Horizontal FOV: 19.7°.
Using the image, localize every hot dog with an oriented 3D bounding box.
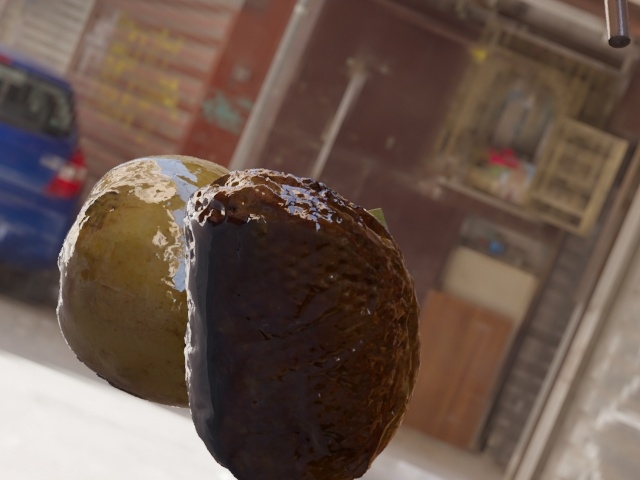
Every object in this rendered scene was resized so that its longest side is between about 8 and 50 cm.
[{"bbox_3d":[-0.021,0.052,1.154,0.160,0.227,0.099,17,38,19],"label":"hot dog"}]

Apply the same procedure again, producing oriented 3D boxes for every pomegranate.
[{"bbox_3d":[-0.144,0.037,1.848,0.260,0.260,0.260,23,2,-1],"label":"pomegranate"}]

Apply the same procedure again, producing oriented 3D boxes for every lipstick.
[{"bbox_3d":[0.228,-0.192,1.427,0.019,0.094,0.019,1,-29,0],"label":"lipstick"}]

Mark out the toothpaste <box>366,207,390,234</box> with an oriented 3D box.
[{"bbox_3d":[0.000,0.000,1.541,0.044,0.070,0.193,-19,-2,26],"label":"toothpaste"}]
